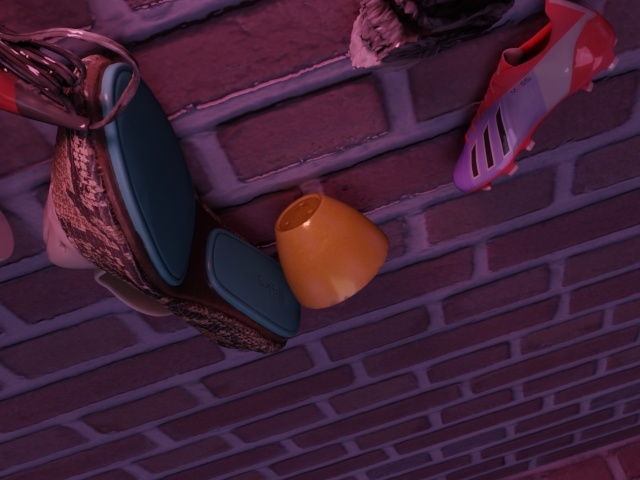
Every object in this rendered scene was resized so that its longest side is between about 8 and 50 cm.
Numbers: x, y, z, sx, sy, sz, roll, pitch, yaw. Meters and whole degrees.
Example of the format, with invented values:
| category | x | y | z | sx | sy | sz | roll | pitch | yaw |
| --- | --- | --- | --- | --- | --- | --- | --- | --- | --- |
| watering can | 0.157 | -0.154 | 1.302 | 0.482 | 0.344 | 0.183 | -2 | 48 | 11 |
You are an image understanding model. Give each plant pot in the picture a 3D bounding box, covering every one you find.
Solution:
| category | x | y | z | sx | sy | sz | roll | pitch | yaw |
| --- | --- | --- | --- | --- | --- | --- | --- | --- | --- |
| plant pot | 0.000 | 0.000 | 0.835 | 0.134 | 0.134 | 0.095 | -29 | 118 | 17 |

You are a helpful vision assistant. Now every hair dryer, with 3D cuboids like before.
| category | x | y | z | sx | sy | sz | roll | pitch | yaw |
| --- | --- | --- | --- | --- | --- | --- | --- | --- | --- |
| hair dryer | -0.296 | -0.132 | 0.489 | 0.293 | 0.080 | 0.223 | -19 | 113 | 23 |

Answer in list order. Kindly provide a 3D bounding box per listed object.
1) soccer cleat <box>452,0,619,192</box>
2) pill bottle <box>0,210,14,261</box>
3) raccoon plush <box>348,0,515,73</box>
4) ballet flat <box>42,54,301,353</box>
| category | x | y | z | sx | sy | sz | roll | pitch | yaw |
| --- | --- | --- | --- | --- | --- | --- | --- | --- | --- |
| soccer cleat | 0.208 | -0.150 | 0.759 | 0.095 | 0.083 | 0.248 | 30 | 135 | -10 |
| pill bottle | -0.402 | 0.021 | 0.707 | 0.169 | 0.094 | 0.094 | -24 | 144 | 10 |
| raccoon plush | 0.070 | -0.311 | 0.448 | 0.216 | 0.299 | 0.446 | -14 | 180 | -30 |
| ballet flat | -0.177 | 0.009 | 0.751 | 0.182 | 0.164 | 0.483 | -9 | 149 | 16 |
